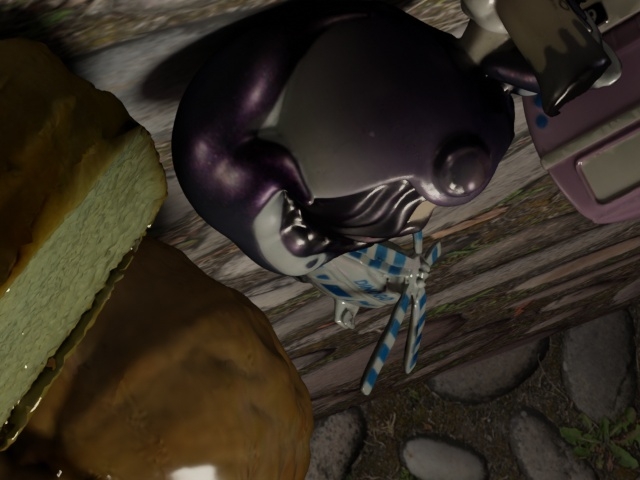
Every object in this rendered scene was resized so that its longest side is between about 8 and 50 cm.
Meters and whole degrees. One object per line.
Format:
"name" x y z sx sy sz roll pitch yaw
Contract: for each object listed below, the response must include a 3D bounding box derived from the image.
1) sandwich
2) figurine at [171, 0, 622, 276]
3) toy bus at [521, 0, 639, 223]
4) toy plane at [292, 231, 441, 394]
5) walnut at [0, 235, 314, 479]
"sandwich" -0.172 0.041 0.887 0.251 0.087 0.226 -58 176 -8
"figurine" 0.031 -0.070 0.999 0.222 0.145 0.145 -35 168 11
"toy bus" 0.228 -0.097 1.236 0.142 0.142 0.202 -31 168 35
"toy plane" -0.003 0.010 1.341 0.107 0.182 0.273 8 -173 30
"walnut" -0.151 0.148 1.260 0.306 0.306 0.344 -24 164 0
